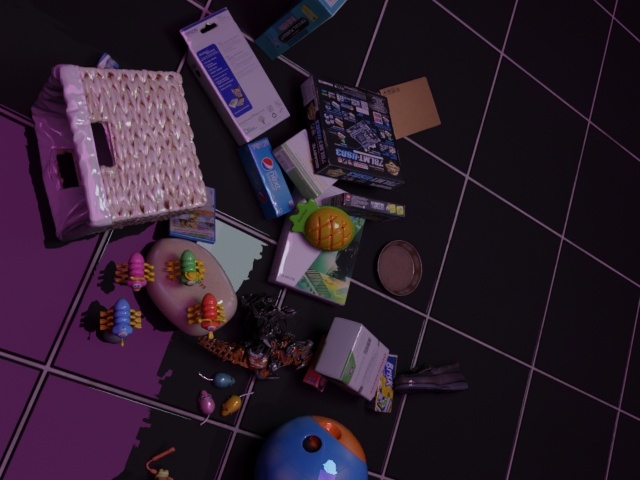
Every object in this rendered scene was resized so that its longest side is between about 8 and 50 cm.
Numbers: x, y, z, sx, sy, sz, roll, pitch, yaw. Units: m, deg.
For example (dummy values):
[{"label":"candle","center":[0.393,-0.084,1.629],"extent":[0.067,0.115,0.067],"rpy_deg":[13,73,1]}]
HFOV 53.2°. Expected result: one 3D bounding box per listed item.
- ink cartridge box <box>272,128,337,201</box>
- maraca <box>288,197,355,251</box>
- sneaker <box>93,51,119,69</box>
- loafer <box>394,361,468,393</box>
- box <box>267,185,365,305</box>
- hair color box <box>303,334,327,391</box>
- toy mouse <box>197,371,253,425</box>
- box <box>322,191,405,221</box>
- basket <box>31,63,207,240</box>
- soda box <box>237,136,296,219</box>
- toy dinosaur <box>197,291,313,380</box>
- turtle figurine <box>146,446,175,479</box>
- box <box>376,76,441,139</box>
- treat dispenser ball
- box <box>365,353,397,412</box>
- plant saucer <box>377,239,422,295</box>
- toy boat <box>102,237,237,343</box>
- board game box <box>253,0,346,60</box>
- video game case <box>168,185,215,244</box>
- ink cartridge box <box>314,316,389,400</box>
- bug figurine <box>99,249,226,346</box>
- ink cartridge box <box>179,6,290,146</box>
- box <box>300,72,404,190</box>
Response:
[{"label":"ink cartridge box","center":[-0.010,-0.232,1.782],"extent":[0.171,0.056,0.235],"rpy_deg":[54,46,-7]},{"label":"maraca","center":[0.006,-0.040,1.730],"extent":[0.185,0.099,0.127],"rpy_deg":[27,104,-16]},{"label":"sneaker","center":[-0.529,-0.388,1.548],"extent":[0.058,0.052,0.135],"rpy_deg":[31,71,-29]},{"label":"loafer","center":[0.329,0.413,1.943],"extent":[0.302,0.109,0.095],"rpy_deg":[12,62,-40]},{"label":"box","center":[0.000,0.000,1.812],"extent":[0.232,0.058,0.322],"rpy_deg":[22,75,-27]},{"label":"hair color box","center":[0.006,0.340,1.772],"extent":[0.141,0.043,0.072],"rpy_deg":[-65,154,-18]},{"label":"toy mouse","center":[-0.263,0.391,1.635],"extent":[0.161,0.031,0.143],"rpy_deg":[-40,105,-27]},{"label":"box","center":[0.121,-0.092,1.797],"extent":[0.206,0.114,0.036],"rpy_deg":[9,80,-29]},{"label":"basket","center":[-0.451,-0.189,1.414],"extent":[0.266,0.331,0.329],"rpy_deg":[-12,92,-33]},{"label":"soda box","center":[-0.146,-0.166,1.735],"extent":[0.067,0.071,0.210],"rpy_deg":[-26,98,-32]},{"label":"toy dinosaur","center":[-0.149,0.263,1.652],"extent":[0.321,0.164,0.219],"rpy_deg":[2,104,-55]},{"label":"turtle figurine","center":[-0.403,0.638,1.497],"extent":[0.269,0.087,0.217],"rpy_deg":[-39,105,-27]},{"label":"box","center":[0.284,-0.422,2.041],"extent":[0.201,0.021,0.165],"rpy_deg":[-23,97,-30]},{"label":"treat dispenser ball","center":[-0.024,0.587,1.606],"extent":[0.288,0.288,0.289],"rpy_deg":[3,83,-30]},{"label":"box","center":[0.179,0.414,1.877],"extent":[0.059,0.054,0.169],"rpy_deg":[14,79,-28]},{"label":"plant saucer","center":[0.237,0.085,1.959],"extent":[0.168,0.029,0.169],"rpy_deg":[3,83,-29]},{"label":"toy boat","center":[-0.376,0.139,1.536],"extent":[0.318,0.148,0.268],"rpy_deg":[-28,76,-32]},{"label":"board game box","center":[-0.010,-0.639,1.708],"extent":[0.079,0.336,0.254],"rpy_deg":[45,66,-19]},{"label":"video game case","center":[-0.323,-0.075,1.618],"extent":[0.119,0.015,0.167],"rpy_deg":[13,54,-29]},{"label":"ink cartridge box","center":[0.091,0.330,1.762],"extent":[0.219,0.092,0.160],"rpy_deg":[48,60,-52]},{"label":"bug figurine","center":[-0.346,0.122,1.423],"extent":[0.278,0.072,0.217],"rpy_deg":[-2,64,-23]},{"label":"ink cartridge box","center":[-0.234,-0.436,1.717],"extent":[0.165,0.065,0.333],"rpy_deg":[-37,105,-28]},{"label":"box","center":[0.093,-0.305,1.824],"extent":[0.295,0.073,0.294],"rpy_deg":[7,66,-39]}]
